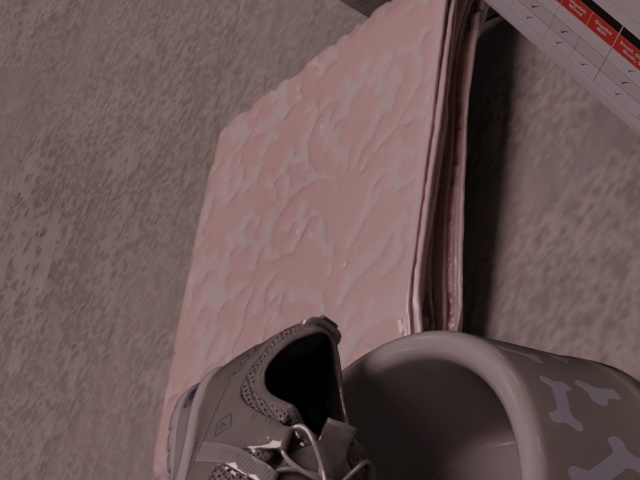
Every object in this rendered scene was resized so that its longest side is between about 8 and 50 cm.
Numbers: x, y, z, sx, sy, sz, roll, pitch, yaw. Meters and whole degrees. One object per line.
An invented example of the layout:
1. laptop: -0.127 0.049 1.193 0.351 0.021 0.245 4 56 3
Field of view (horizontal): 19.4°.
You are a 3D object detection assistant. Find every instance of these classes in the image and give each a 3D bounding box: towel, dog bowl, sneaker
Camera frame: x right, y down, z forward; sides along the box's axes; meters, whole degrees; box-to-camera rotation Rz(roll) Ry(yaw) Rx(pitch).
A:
1. towel: 0.000 0.000 1.336 0.332 0.053 0.317 -32 42 51
2. dog bowl: 0.050 0.206 1.029 0.349 0.102 0.349 -39 35 35
3. sneaker: -0.025 0.142 0.989 0.115 0.105 0.281 -48 30 25

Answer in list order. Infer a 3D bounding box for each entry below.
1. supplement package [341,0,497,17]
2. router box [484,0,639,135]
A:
1. supplement package: 0.084 -0.318 1.346 0.198 0.199 0.263 -17 51 53
2. router box: 0.156 -0.214 0.900 0.082 0.335 0.301 -39 -16 -30
